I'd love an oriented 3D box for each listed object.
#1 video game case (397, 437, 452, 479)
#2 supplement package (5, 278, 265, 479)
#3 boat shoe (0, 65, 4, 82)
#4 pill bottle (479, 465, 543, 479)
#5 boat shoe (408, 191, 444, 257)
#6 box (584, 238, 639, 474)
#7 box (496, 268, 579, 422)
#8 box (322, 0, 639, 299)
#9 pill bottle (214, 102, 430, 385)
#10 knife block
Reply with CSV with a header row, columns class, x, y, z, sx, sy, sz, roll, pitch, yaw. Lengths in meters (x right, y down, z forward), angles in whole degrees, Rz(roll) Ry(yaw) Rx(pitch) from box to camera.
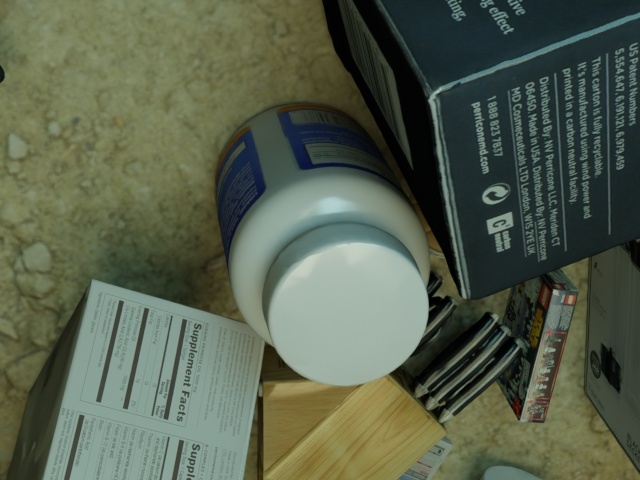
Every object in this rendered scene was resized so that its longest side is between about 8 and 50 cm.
class,x,y,z,sx,sy,sz,roll,pitch,yaw
video game case,0.065,0.235,1.167,0.087,0.011,0.122,25,107,-19
supplement package,-0.166,0.187,0.940,0.145,0.204,0.262,18,148,-16
boat shoe,-0.439,-0.010,0.885,0.500,0.187,0.156,-45,107,5
pill bottle,0.160,0.347,1.166,0.131,0.131,0.229,19,109,-17
boat shoe,0.172,-0.100,0.998,0.098,0.096,0.277,41,85,13
box,0.308,0.050,1.040,0.087,0.169,0.289,-7,114,-6
box,0.196,0.087,1.078,0.027,0.094,0.137,5,112,-12
box,0.217,-0.188,0.817,0.396,0.293,0.212,-21,140,-2
pill bottle,0.000,0.000,0.909,0.152,0.272,0.152,-3,114,-8
knife block,0.060,0.170,1.084,0.242,0.088,0.275,0,107,-6
